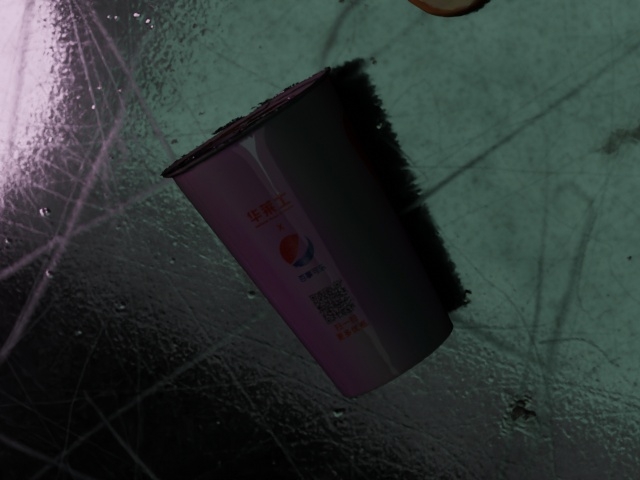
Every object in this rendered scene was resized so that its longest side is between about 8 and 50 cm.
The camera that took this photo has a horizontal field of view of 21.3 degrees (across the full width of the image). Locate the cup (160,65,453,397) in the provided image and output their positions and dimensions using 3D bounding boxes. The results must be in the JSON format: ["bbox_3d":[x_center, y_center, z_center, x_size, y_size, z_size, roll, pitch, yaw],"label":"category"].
[{"bbox_3d":[0.000,0.000,1.680,0.203,0.203,0.288,-31,97,15],"label":"cup"}]

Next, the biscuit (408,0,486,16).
[{"bbox_3d":[0.117,-0.402,1.643,0.351,0.057,0.312,35,104,3],"label":"biscuit"}]
